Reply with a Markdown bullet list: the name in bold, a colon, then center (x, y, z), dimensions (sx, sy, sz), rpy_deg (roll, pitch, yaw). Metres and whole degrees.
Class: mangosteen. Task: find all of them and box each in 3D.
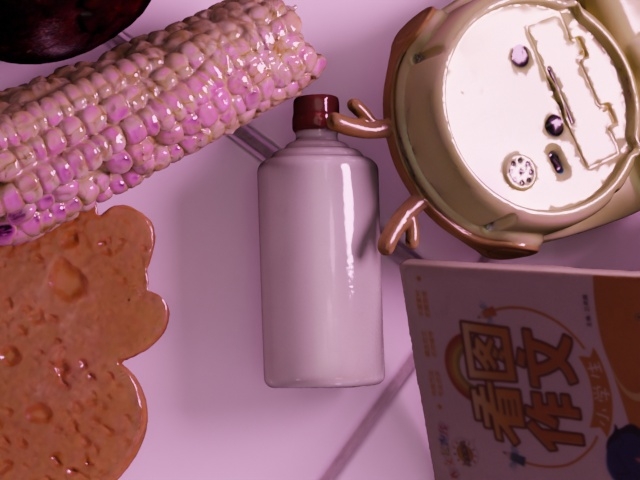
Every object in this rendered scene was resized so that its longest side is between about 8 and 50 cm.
- **mangosteen**: center (-0.241, -0.269, 1.592), dimensions (0.228, 0.228, 0.265), rpy_deg (-38, 64, -8)

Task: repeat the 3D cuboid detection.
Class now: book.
- **book**: center (0.199, 0.119, 1.592), dimensions (0.020, 0.295, 0.207), rpy_deg (-26, 111, -46)

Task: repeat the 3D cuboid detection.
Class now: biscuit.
- **biscuit**: center (-0.231, 0.096, 1.652), dimensions (0.202, 0.044, 0.288), rpy_deg (17, 84, -6)

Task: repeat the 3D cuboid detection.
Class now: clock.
- **clock**: center (0.159, -0.100, 1.653), dimensions (0.308, 0.096, 0.235), rpy_deg (-25, 93, -24)

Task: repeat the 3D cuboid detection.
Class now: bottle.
- **bottle**: center (0.000, 0.000, 1.658), dimensions (0.104, 0.104, 0.245), rpy_deg (-1, 87, -8)

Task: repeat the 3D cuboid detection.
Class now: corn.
- **corn**: center (-0.153, -0.101, 1.603), dimensions (0.335, 0.126, 0.126), rpy_deg (-25, 91, -13)
